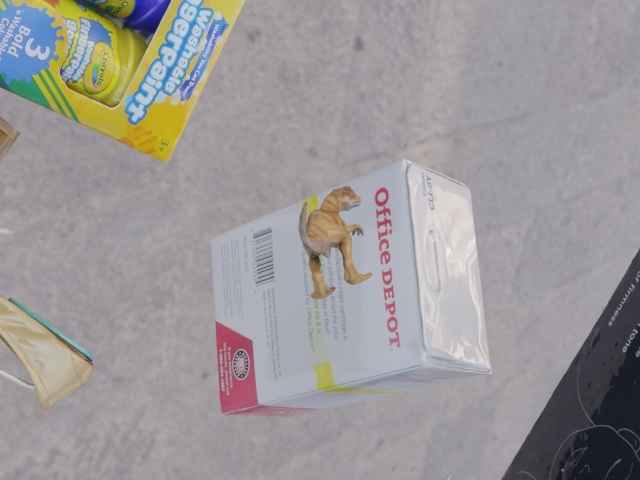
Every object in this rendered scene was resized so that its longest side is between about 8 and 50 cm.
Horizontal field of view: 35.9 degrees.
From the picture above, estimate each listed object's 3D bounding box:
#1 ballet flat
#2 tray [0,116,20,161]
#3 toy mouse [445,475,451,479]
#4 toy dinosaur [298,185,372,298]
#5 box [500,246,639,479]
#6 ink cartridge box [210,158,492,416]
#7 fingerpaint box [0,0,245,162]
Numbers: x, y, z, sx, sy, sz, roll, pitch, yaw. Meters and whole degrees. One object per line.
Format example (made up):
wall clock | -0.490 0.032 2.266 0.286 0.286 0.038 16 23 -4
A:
ballet flat | -0.318 0.069 0.928 0.073 0.232 0.080 -50 173 -17
tray | -0.596 -0.037 1.304 0.411 0.076 0.203 -58 147 -12
toy mouse | 0.093 0.348 1.213 0.161 0.031 0.143 -31 167 6
toy dinosaur | 0.000 0.000 0.974 0.211 0.064 0.112 -53 125 -72
box | 0.471 0.283 1.099 0.297 0.472 0.480 24 105 -10
ink cartridge box | 0.033 0.085 1.407 0.160 0.384 0.279 15 64 -45
fingerpaint box | -0.278 -0.379 1.304 0.371 0.163 0.445 25 92 -48
